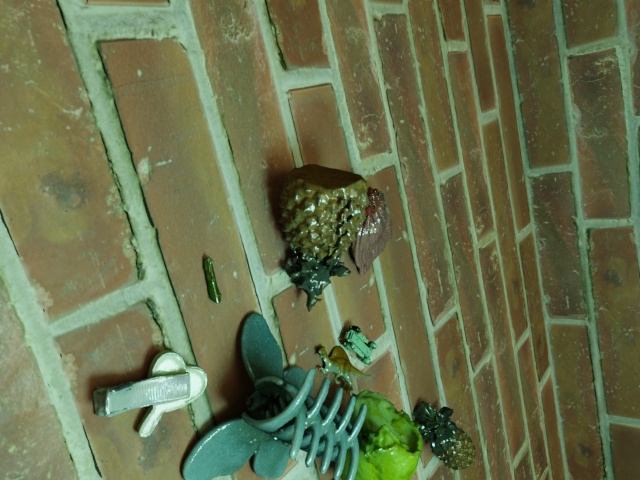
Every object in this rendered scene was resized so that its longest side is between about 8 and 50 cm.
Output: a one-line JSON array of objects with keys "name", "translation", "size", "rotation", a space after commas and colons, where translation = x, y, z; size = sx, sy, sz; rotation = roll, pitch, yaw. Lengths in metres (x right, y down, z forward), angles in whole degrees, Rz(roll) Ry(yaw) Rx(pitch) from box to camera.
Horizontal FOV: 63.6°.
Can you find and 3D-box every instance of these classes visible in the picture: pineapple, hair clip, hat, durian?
[{"name": "pineapple", "translation": [0.000, -0.001, 1.308], "size": [0.223, 0.223, 0.357], "rotation": [-20, 123, -49]}, {"name": "hair clip", "translation": [-0.321, 0.300, 0.999], "size": [0.219, 0.071, 0.158], "rotation": [-2, 96, -44]}, {"name": "hat", "translation": [0.143, -0.054, 1.530], "size": [0.286, 0.107, 0.236], "rotation": [71, 36, -55]}, {"name": "durian", "translation": [0.140, 0.543, 1.361], "size": [0.255, 0.205, 0.339], "rotation": [-98, -162, -54]}, {"name": "hair clip", "translation": [-0.064, 0.408, 1.175], "size": [0.318, 0.239, 0.392], "rotation": [47, 54, -41]}, {"name": "pineapple", "translation": [0.441, 0.690, 1.850], "size": [0.310, 0.141, 0.170], "rotation": [49, 58, -28]}]

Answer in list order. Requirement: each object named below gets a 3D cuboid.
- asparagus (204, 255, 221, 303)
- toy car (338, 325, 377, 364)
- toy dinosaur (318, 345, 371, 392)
[{"name": "asparagus", "translation": [-0.239, 0.086, 1.139], "size": [0.025, 0.021, 0.108], "rotation": [-22, 105, -53]}, {"name": "toy car", "translation": [0.112, 0.310, 1.525], "size": [0.143, 0.054, 0.073], "rotation": [47, 53, -40]}, {"name": "toy dinosaur", "translation": [0.061, 0.358, 1.477], "size": [0.212, 0.057, 0.142], "rotation": [-1, 69, -62]}]
